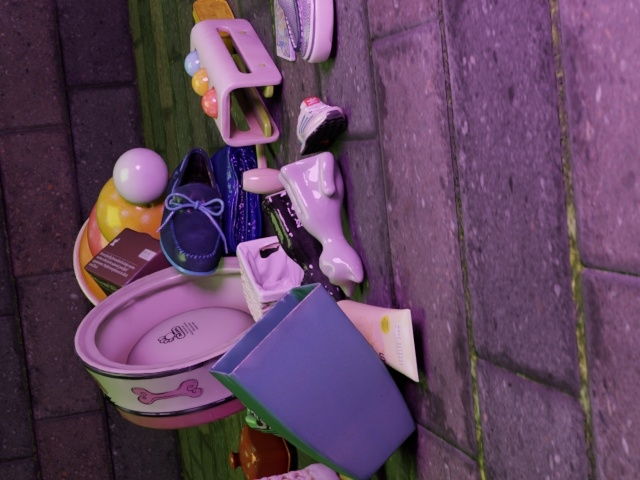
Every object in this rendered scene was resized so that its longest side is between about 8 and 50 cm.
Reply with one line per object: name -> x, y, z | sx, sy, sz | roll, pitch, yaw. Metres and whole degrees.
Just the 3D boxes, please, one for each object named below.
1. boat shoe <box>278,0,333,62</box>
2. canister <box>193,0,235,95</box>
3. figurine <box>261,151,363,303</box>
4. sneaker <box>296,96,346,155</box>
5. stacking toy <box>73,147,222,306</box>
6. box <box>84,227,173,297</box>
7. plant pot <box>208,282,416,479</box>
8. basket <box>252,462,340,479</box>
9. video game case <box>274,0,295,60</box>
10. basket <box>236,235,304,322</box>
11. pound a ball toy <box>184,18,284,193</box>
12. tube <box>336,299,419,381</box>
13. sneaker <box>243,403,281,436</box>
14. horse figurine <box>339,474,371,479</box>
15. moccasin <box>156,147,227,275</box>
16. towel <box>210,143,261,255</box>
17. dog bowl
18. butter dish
boat shoe -> -0.083, -0.417, 1.589 | 0.127, 0.158, 0.340 | 141, 121, -72
canister -> -0.217, -0.390, 2.247 | 0.126, 0.073, 0.170 | -114, 21, -47
figurine -> 0.000, 0.000, 1.651 | 0.215, 0.092, 0.209 | 126, 126, -68
sneaker -> -0.008, -0.180, 1.616 | 0.161, 0.057, 0.075 | 132, 123, -74
stacking toy -> -0.388, -0.046, 2.446 | 0.480, 0.351, 0.350 | 105, 153, -64
box -> -0.309, 0.164, 2.323 | 0.191, 0.143, 0.381 | 17, 145, 52
plant pot -> 0.002, 0.199, 1.457 | 0.234, 0.165, 0.166 | 47, 166, -6
basket -> -0.054, 0.574, 1.744 | 0.328, 0.266, 0.331 | -142, 47, -70
video game case -> -0.060, -0.361, 1.808 | 0.087, 0.011, 0.122 | -139, 43, -67
basket -> -0.069, 0.078, 1.863 | 0.167, 0.113, 0.103 | -120, 23, -54
pound a ball toy -> -0.162, -0.244, 1.999 | 0.319, 0.136, 0.208 | -116, 24, -51
tube -> 0.074, 0.122, 1.470 | 0.070, 0.062, 0.240 | 42, 170, -19
sneaker -> -0.062, 0.231, 1.759 | 0.343, 0.146, 0.134 | 98, 176, -53
horse figurine -> 0.049, 0.279, 1.618 | 0.174, 0.066, 0.263 | -112, 18, -58
moccasin -> -0.260, -0.067, 2.169 | 0.342, 0.138, 0.117 | -110, 31, -51
towel -> -0.179, -0.080, 2.274 | 0.308, 0.076, 0.227 | 172, 98, -75
dog bowl -> -0.233, 0.189, 2.012 | 0.408, 0.408, 0.150 | -129, 23, -62
butter dish -> -0.126, 0.436, 2.219 | 0.160, 0.118, 0.160 | -115, 24, -48
